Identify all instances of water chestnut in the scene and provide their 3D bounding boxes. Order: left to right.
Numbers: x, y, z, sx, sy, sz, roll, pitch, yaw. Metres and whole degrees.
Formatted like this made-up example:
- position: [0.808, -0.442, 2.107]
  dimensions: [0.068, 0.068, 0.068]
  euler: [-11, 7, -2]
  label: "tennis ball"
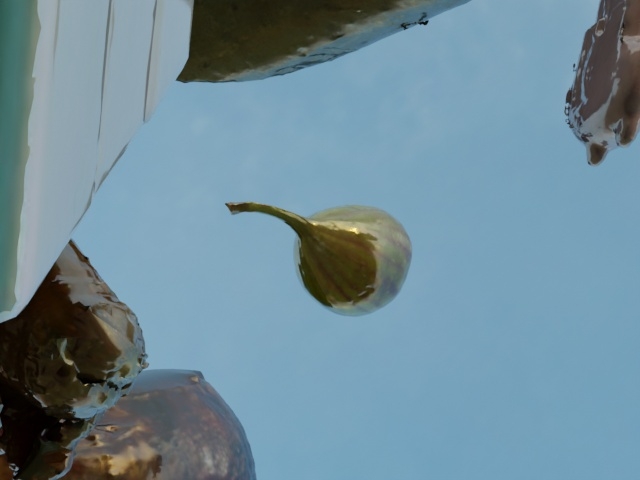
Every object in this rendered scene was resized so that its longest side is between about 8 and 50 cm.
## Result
- position: [-0.222, 0.197, 1.696]
  dimensions: [0.350, 0.350, 0.302]
  euler: [-17, -100, 24]
  label: "water chestnut"

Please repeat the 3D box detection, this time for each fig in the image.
- position: [0.002, 0.015, 1.509]
  dimensions: [0.093, 0.166, 0.093]
  euler: [-2, -93, 37]
  label: "fig"

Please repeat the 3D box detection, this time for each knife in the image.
- position: [0.197, -0.223, 1.096]
  dimensions: [0.038, 0.132, 0.398]
  euler: [19, -107, -9]
  label: "knife"

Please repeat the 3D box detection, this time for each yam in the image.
- position: [0.006, -0.172, 1.280]
  dimensions: [0.259, 0.106, 0.106]
  euler: [-18, -83, 31]
  label: "yam"

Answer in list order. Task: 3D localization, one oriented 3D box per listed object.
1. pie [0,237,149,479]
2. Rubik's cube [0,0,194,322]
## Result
- position: [-0.201, -0.002, 0.792]
  dimensions: [0.257, 0.105, 0.274]
  euler: [-23, -124, 16]
  label: "pie"
- position: [-0.183, -0.171, 0.561]
  dimensions: [0.292, 0.291, 0.290]
  euler: [9, -72, 2]
  label: "Rubik's cube"
